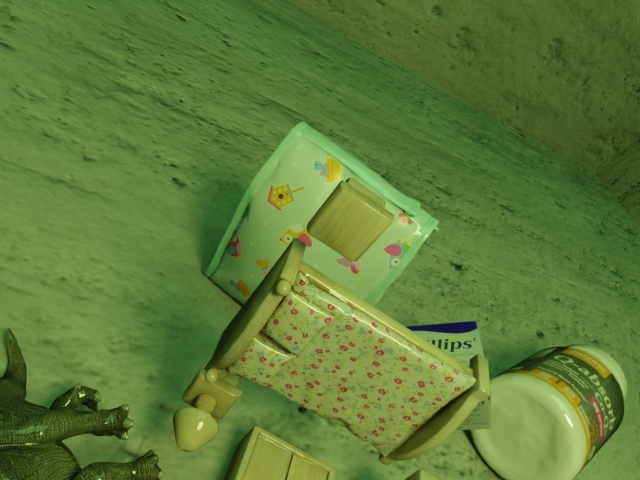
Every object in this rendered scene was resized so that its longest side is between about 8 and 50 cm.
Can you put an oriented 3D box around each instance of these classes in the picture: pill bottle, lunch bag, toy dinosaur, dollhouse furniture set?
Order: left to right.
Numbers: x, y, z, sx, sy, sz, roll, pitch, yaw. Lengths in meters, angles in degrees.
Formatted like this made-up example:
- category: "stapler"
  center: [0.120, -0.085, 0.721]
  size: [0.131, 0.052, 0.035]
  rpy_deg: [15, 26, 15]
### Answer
- category: "toy dinosaur"
  center: [-0.232, 0.178, 0.409]
  size: [0.160, 0.121, 0.313]
  rpy_deg: [5, 47, -47]
- category: "lunch bag"
  center: [0.000, 0.000, 0.706]
  size: [0.223, 0.262, 0.160]
  rpy_deg: [39, 33, 5]
- category: "dollhouse furniture set"
  center: [0.037, 0.187, 0.424]
  size: [0.303, 0.355, 0.173]
  rpy_deg: [32, 34, -8]
- category: "pill bottle"
  center: [0.362, 0.253, 0.812]
  size: [0.279, 0.162, 0.162]
  rpy_deg: [-7, 53, -46]

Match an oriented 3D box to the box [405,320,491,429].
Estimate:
- category: "box"
  center: [0.164, 0.188, 0.737]
  size: [0.126, 0.072, 0.137]
  rpy_deg: [-6, 35, 11]
